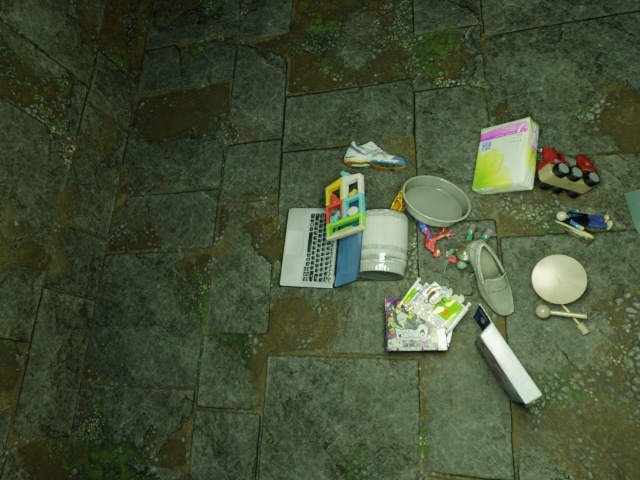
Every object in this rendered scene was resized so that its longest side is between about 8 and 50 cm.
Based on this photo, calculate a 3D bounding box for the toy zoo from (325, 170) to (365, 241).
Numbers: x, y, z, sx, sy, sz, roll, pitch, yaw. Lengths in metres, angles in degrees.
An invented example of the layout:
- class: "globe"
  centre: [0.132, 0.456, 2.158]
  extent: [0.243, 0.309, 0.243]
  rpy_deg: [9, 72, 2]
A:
- class: "toy zoo"
  centre: [0.102, -0.158, 1.835]
  extent: [0.192, 0.030, 0.293]
  rpy_deg: [-19, 61, 38]

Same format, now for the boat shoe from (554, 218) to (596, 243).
- class: "boat shoe"
  centre: [0.984, -0.035, 1.706]
  extent: [0.152, 0.056, 0.049]
  rpy_deg: [34, 121, 35]

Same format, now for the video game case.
- class: "video game case"
  centre: [0.372, 0.327, 1.715]
  extent: [0.232, 0.042, 0.210]
  rpy_deg: [-5, 70, 18]

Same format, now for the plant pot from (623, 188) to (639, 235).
- class: "plant pot"
  centre: [1.268, -0.076, 1.537]
  extent: [0.247, 0.247, 0.252]
  rpy_deg: [-9, 88, 15]

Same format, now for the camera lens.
- class: "camera lens"
  centre: [0.256, 0.014, 1.832]
  extent: [0.219, 0.219, 0.274]
  rpy_deg: [0, 73, 18]

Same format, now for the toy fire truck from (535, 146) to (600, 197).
- class: "toy fire truck"
  centre: [0.959, -0.307, 1.753]
  extent: [0.217, 0.158, 0.246]
  rpy_deg: [12, 62, -12]

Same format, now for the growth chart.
- class: "growth chart"
  centre: [0.439, 0.244, 1.687]
  extent: [0.237, 0.021, 0.172]
  rpy_deg: [29, 80, 25]

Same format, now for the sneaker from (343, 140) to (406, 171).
- class: "sneaker"
  centre: [0.255, -0.400, 2.023]
  extent: [0.296, 0.112, 0.131]
  rpy_deg: [11, 76, 20]

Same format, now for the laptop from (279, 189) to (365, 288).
- class: "laptop"
  centre: [0.000, 0.000, 1.908]
  extent: [0.407, 0.236, 0.382]
  rpy_deg: [2, 73, 15]

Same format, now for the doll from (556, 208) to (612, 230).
- class: "doll"
  centre: [1.012, -0.084, 1.695]
  extent: [0.188, 0.046, 0.129]
  rpy_deg: [7, 41, 7]

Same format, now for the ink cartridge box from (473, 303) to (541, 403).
- class: "ink cartridge box"
  centre: [0.617, 0.402, 1.537]
  extent: [0.071, 0.324, 0.330]
  rpy_deg: [-32, 66, 4]

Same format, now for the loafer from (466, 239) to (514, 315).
- class: "loafer"
  centre: [0.655, 0.149, 1.670]
  extent: [0.112, 0.111, 0.320]
  rpy_deg: [-29, 95, 0]

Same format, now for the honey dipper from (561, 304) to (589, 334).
- class: "honey dipper"
  centre: [0.937, 0.278, 1.636]
  extent: [0.030, 0.030, 0.161]
  rpy_deg: [-34, 65, 5]

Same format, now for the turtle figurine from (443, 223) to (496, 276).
- class: "turtle figurine"
  centre: [0.605, 0.048, 1.773]
  extent: [0.175, 0.118, 0.234]
  rpy_deg: [28, 78, 23]

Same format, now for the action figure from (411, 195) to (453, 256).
- class: "action figure"
  centre: [0.476, -0.068, 1.856]
  extent: [0.139, 0.091, 0.280]
  rpy_deg: [-24, 67, 19]

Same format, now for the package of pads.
- class: "package of pads"
  centre: [0.765, -0.340, 1.798]
  extent: [0.229, 0.101, 0.297]
  rpy_deg: [-3, 70, 51]

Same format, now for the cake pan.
- class: "cake pan"
  centre: [0.479, -0.162, 1.833]
  extent: [0.293, 0.054, 0.293]
  rpy_deg: [6, 46, -6]

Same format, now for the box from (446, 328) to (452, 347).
- class: "box"
  centre: [0.462, 0.346, 1.742]
  extent: [0.126, 0.072, 0.137]
  rpy_deg: [10, 76, 20]

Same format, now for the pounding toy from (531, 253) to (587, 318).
- class: "pounding toy"
  centre: [0.893, 0.174, 1.649]
  extent: [0.182, 0.110, 0.237]
  rpy_deg: [-2, 83, 22]

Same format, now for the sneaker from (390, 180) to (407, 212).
- class: "sneaker"
  centre: [0.364, -0.187, 1.946]
  extent: [0.064, 0.067, 0.175]
  rpy_deg: [18, 78, 24]
